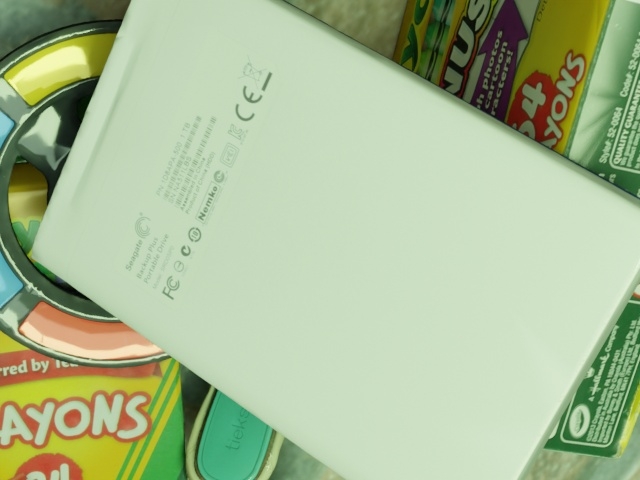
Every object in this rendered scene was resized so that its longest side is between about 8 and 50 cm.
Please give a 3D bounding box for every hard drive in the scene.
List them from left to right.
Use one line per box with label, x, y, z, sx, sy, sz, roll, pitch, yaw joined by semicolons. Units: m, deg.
hard drive;0.000;0.000;0.698;0.319;0.040;0.210;32;109;19

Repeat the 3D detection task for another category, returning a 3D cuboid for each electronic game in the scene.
electronic game;-0.130;-0.027;0.818;0.229;0.048;0.229;-4;104;-15

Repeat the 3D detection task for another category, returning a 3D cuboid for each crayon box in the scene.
crayon box;-0.205;0.055;0.894;0.202;0.081;0.318;-6;108;-13
crayon box;0.136;-0.095;0.809;0.106;0.313;0.362;10;104;-18

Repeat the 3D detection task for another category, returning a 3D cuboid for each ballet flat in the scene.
ballet flat;-0.035;0.075;0.941;0.086;0.086;0.248;28;77;-21
